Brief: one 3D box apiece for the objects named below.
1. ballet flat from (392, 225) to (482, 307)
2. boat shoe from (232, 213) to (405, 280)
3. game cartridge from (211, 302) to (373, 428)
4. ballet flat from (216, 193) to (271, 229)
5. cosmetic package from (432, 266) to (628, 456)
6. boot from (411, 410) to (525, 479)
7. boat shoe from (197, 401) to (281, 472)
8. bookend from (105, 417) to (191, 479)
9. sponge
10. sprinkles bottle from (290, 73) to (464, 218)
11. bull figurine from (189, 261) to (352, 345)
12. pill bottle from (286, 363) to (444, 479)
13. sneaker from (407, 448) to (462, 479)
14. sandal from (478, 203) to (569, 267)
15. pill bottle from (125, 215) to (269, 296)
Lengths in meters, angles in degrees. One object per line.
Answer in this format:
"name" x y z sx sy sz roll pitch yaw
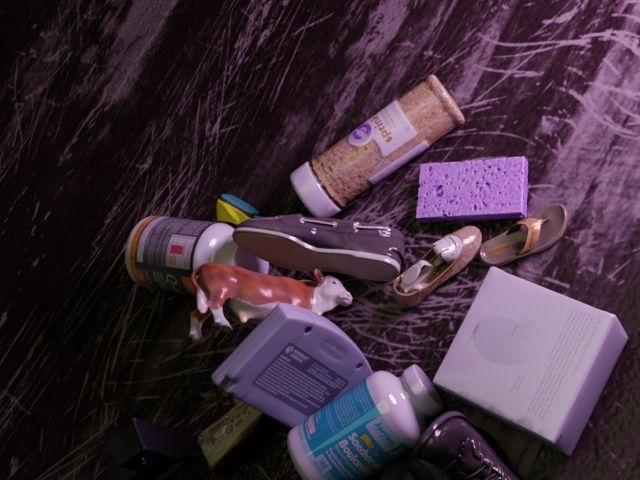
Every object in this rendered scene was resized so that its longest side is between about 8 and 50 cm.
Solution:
"ballet flat" 0.215 0.044 1.637 0.206 0.067 0.073 -46 54 3
"boat shoe" 0.000 0.000 1.712 0.335 0.112 0.095 12 55 6
"game cartridge" -0.035 0.228 1.555 0.198 0.297 0.062 -49 46 0
"ballet flat" -0.140 -0.029 1.869 0.231 0.077 0.077 26 104 37
"cosmetic package" 0.348 0.198 1.454 0.225 0.138 0.224 24 81 35
"boot" 0.281 0.376 1.351 0.091 0.263 0.229 -56 48 9
"boat shoe" -0.124 0.320 1.679 0.285 0.104 0.089 -44 58 6
"bookend" -0.366 0.433 1.729 0.156 0.157 0.072 -36 56 9
"sponge" 0.289 -0.096 1.681 0.210 0.031 0.117 -3 68 28
"sprinkles bottle" 0.112 -0.183 1.762 0.355 0.121 0.121 -35 57 11
"bull figurine" -0.099 0.126 1.663 0.310 0.101 0.188 10 46 0
"pill bottle" 0.082 0.326 1.538 0.264 0.146 0.146 -36 56 11
"sneaker" 0.226 0.483 1.406 0.139 0.125 0.341 -45 53 10
"sandal" 0.365 -0.009 1.590 0.180 0.049 0.072 -28 58 16
"pill bottle" -0.257 0.038 1.840 0.278 0.162 0.162 7 72 31
